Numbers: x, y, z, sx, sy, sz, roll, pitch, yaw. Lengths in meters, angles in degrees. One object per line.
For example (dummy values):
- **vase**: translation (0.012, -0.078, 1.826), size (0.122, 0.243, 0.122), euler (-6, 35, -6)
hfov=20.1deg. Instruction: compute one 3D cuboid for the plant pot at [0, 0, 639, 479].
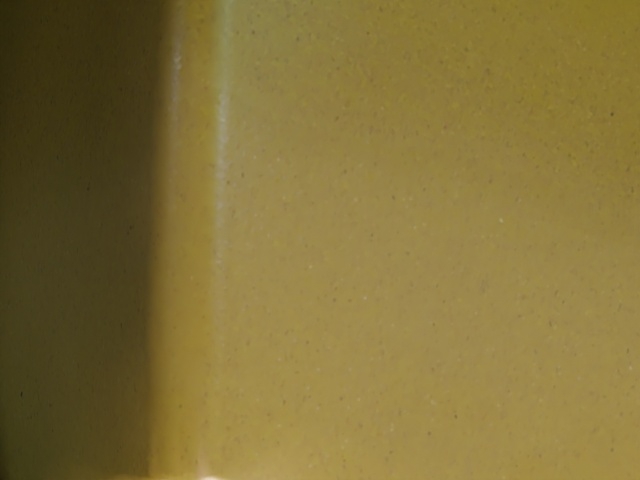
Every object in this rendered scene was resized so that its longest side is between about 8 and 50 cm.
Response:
- **plant pot**: translation (0.000, 0.000, 0.545), size (0.212, 0.212, 0.187), euler (15, 71, -28)
